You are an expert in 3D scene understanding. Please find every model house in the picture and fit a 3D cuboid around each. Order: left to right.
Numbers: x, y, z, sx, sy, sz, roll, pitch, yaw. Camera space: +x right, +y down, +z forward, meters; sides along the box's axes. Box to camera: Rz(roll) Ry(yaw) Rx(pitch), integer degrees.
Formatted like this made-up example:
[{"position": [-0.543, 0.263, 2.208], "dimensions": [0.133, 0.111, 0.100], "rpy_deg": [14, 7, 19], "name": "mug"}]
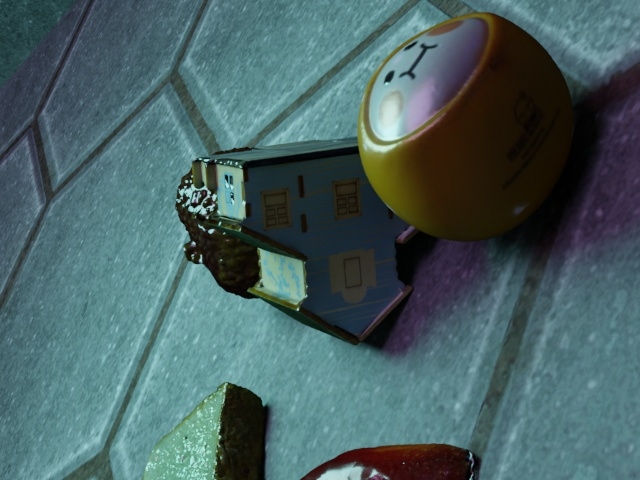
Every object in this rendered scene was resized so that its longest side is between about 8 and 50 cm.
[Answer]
[{"position": [0.000, 0.000, 1.321], "dimensions": [0.178, 0.271, 0.207], "rpy_deg": [9, 108, 60], "name": "model house"}]

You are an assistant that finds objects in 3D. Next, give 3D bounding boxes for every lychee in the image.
[{"position": [-0.084, -0.027, 1.484], "dimensions": [0.194, 0.194, 0.194], "rpy_deg": [-40, 33, 34], "name": "lychee"}]

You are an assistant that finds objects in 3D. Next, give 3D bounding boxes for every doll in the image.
[{"position": [0.121, -0.108, 1.188], "dimensions": [0.236, 0.213, 0.213], "rpy_deg": [15, 77, 59], "name": "doll"}]

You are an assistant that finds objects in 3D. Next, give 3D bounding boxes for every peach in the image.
[{"position": [0.027, 0.268, 1.134], "dimensions": [0.279, 0.068, 0.189], "rpy_deg": [-47, 33, 24], "name": "peach"}]

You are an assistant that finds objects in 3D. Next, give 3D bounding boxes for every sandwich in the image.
[{"position": [-0.131, 0.287, 1.382], "dimensions": [0.186, 0.065, 0.215], "rpy_deg": [-42, 32, 31], "name": "sandwich"}]
